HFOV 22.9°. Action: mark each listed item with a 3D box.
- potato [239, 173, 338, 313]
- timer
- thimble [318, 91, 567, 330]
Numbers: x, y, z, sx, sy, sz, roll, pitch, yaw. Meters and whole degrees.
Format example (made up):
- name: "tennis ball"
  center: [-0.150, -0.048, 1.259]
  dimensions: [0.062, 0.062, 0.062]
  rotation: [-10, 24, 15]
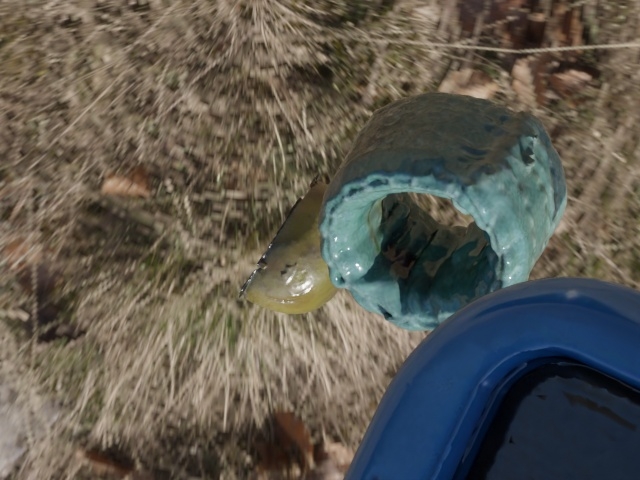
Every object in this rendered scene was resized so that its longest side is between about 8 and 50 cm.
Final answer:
- name: "potato"
  center: [0.000, 0.000, 1.888]
  dimensions: [0.098, 0.243, 0.138]
  rotation: [30, 116, 2]
- name: "timer"
  center: [0.128, 0.200, 0.688]
  dimensions: [0.309, 0.115, 0.340]
  rotation: [25, 90, 35]
- name: "thimble"
  center: [0.111, -0.030, 1.440]
  dimensions: [0.198, 0.143, 0.235]
  rotation: [45, 134, -11]
